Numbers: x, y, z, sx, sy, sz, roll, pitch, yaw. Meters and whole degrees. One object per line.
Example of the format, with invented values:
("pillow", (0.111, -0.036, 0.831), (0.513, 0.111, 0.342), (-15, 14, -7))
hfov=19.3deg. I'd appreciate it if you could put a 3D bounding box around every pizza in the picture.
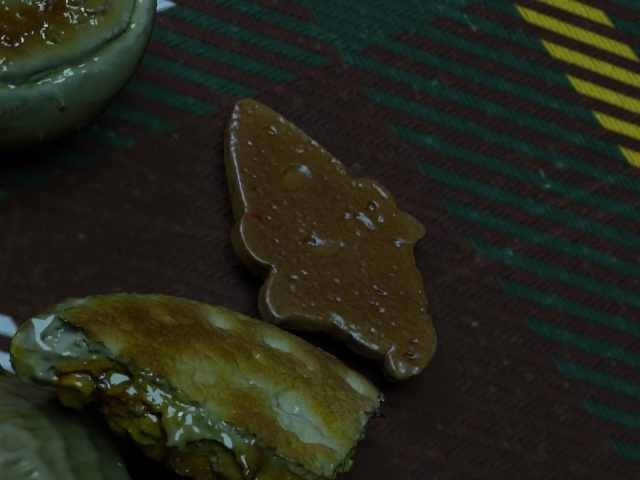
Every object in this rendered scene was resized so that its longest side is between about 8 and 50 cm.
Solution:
("pizza", (-0.070, 0.126, 1.358), (0.335, 0.086, 0.226), (16, 27, -43))

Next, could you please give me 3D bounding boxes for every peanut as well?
("peanut", (-0.214, 0.184, 1.314), (0.197, 0.110, 0.233), (-14, 69, -36))

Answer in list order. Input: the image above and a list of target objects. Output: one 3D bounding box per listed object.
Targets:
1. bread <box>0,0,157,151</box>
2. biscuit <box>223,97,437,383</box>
("bread", (-0.276, -0.203, 1.474), (0.305, 0.159, 0.305), (8, 63, -16))
("biscuit", (0.000, 0.000, 1.540), (0.183, 0.043, 0.280), (-21, 65, -39))
